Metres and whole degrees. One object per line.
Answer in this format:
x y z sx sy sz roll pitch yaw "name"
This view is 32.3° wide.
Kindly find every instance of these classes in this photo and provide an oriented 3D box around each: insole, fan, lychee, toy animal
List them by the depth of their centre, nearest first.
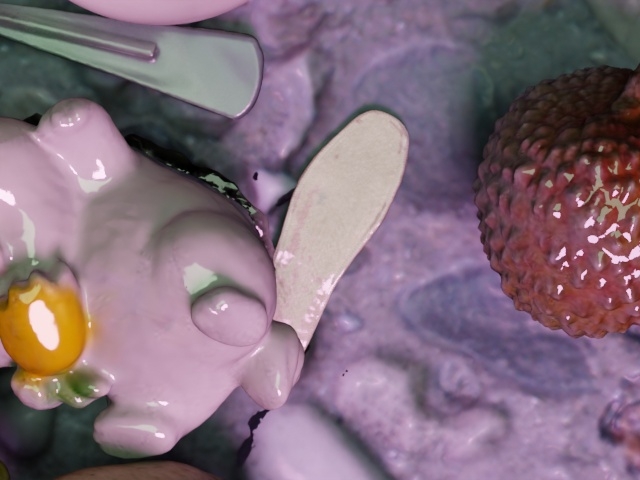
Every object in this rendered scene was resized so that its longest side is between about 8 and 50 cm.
0.174 -0.034 0.664 0.165 0.165 0.197 2 126 -3 "lychee"
-0.174 0.016 0.666 0.325 0.154 0.208 3 116 18 "toy animal"
-0.176 -0.131 0.715 0.282 0.023 0.057 11 102 -3 "fan"
0.000 0.000 0.737 0.063 0.010 0.192 26 92 -4 "insole"

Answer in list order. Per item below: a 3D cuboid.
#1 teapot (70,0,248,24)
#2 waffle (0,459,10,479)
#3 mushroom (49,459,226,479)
-0.086 -0.235 0.658 0.298 0.139 0.204 -17 122 -4 "teapot"
-0.329 0.090 0.650 0.282 0.058 0.301 -31 111 34 "waffle"
-0.101 0.229 0.671 0.189 0.195 0.253 -29 124 -18 "mushroom"
